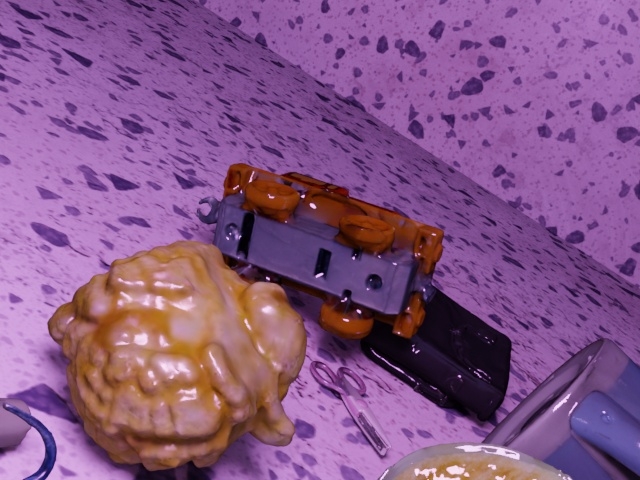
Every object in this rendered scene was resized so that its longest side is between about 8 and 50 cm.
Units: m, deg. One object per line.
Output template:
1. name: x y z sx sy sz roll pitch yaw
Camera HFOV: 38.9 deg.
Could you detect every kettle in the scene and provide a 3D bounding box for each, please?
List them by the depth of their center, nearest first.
1. kettle: 0.366 0.308 1.017 0.342 0.247 0.319 47 -14 11

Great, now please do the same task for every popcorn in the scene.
1. popcorn: -0.142 0.112 0.884 0.254 0.195 0.256 17 21 -10

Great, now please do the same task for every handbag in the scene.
1. handbag: 0.184 0.157 1.406 0.244 0.088 0.275 33 17 4

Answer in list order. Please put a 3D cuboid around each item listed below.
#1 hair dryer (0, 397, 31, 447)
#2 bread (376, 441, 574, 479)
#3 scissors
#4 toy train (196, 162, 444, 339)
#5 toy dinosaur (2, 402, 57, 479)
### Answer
1. hair dryer: -0.347 0.126 0.732 0.219 0.088 0.225 24 4 -41
2. bread: 0.141 0.315 0.772 0.301 0.045 0.301 -1 52 1
3. scissors: 0.047 0.211 1.157 0.085 0.022 0.176 19 19 -34
4. toy train: 0.000 0.000 1.290 0.369 0.163 0.231 19 21 19
5. toy dinosaur: -0.324 0.167 0.531 0.363 0.147 0.076 18 24 -53
